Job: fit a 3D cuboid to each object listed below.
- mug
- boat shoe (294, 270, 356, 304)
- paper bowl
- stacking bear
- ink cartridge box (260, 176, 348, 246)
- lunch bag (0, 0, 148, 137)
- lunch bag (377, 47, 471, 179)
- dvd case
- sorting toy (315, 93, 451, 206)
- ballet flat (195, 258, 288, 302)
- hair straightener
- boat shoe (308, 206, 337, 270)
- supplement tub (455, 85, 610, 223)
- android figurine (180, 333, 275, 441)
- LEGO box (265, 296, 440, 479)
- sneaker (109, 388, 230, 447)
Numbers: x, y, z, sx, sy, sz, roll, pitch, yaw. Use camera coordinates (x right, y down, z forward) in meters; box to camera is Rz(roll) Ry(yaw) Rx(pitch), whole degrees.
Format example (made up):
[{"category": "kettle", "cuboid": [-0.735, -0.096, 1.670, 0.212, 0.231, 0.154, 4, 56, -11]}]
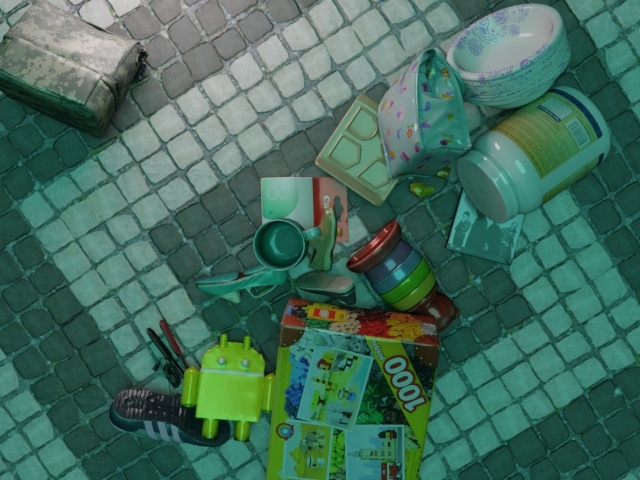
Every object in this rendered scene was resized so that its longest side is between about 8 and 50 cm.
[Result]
[{"category": "mug", "cuboid": [-0.081, 0.011, 1.806, 0.158, 0.097, 0.129, 14, 96, 8]}, {"category": "boat shoe", "cuboid": [0.012, 0.126, 1.841, 0.075, 0.206, 0.065, -40, 119, -32]}, {"category": "paper bowl", "cuboid": [0.463, -0.433, 1.755, 0.284, 0.284, 0.148, -32, 127, 2]}, {"category": "stacking bear", "cuboid": [0.228, 0.116, 1.845, 0.175, 0.164, 0.289, -43, 97, 3]}, {"category": "ink cartridge box", "cuboid": [-0.041, -0.076, 1.881, 0.225, 0.056, 0.181, -2, 94, 2]}, {"category": "lunch bag", "cuboid": [-0.616, -0.435, 1.784, 0.305, 0.212, 0.256, 24, 77, -4]}, {"category": "lunch bag", "cuboid": [0.244, -0.305, 1.754, 0.160, 0.223, 0.262, -2, 75, -18]}, {"category": "dvd case", "cuboid": [0.444, -0.071, 1.888, 0.179, 0.029, 0.238, 15, 93, 0]}, {"category": "sorting toy", "cuboid": [0.169, -0.208, 1.880, 0.307, 0.041, 0.229, 34, 89, -2]}, {"category": "ballet flat", "cuboid": [-0.201, 0.117, 1.881, 0.247, 0.083, 0.087, -15, 102, 2]}, {"category": "hair straightener", "cuboid": [-0.400, 0.329, 1.919, 0.089, 0.047, 0.230, -29, 97, 2]}, {"category": "boat shoe", "cuboid": [0.000, 0.000, 1.841, 0.072, 0.068, 0.190, 2, 122, -7]}, {"category": "supplement tub", "cuboid": [0.513, -0.205, 1.757, 0.316, 0.228, 0.228, -34, 93, -9]}, {"category": "android figurine", "cuboid": [-0.233, 0.381, 1.877, 0.248, 0.056, 0.273, 8, 78, -7]}, {"category": "LEGO box", "cuboid": [0.072, 0.422, 1.781, 0.372, 0.193, 0.500, 7, 106, 4]}, {"category": "sneaker", "cuboid": [-0.400, 0.482, 1.908, 0.319, 0.112, 0.131, 22, 136, -13]}]
